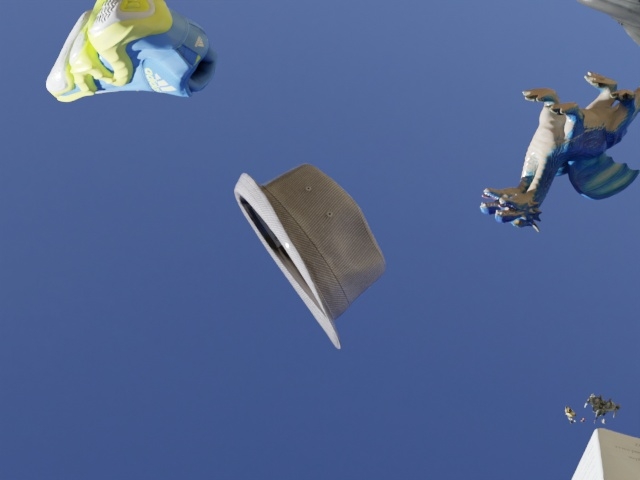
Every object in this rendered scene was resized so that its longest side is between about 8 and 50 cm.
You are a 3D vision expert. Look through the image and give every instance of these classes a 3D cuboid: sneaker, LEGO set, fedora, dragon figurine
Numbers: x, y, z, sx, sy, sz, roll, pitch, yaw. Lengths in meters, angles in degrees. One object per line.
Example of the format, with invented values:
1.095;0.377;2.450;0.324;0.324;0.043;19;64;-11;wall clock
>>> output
0.531;-0.338;2.172;0.286;0.130;0.109;18;-144;0;sneaker
0.396;0.242;1.992;0.083;0.023;0.054;-21;-134;-19;LEGO set
-0.172;-0.159;1.273;0.126;0.091;0.240;28;165;-16;sneaker
0.000;0.000;1.882;0.124;0.244;0.275;-34;-119;-7;fedora
0.300;-0.103;1.530;0.289;0.144;0.085;-18;-149;-23;dragon figurine

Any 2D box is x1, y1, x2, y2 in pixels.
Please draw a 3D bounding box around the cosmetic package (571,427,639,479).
0.387;0.356;1.679;0.151;0.151;0.184;13;-147;-4;cosmetic package
